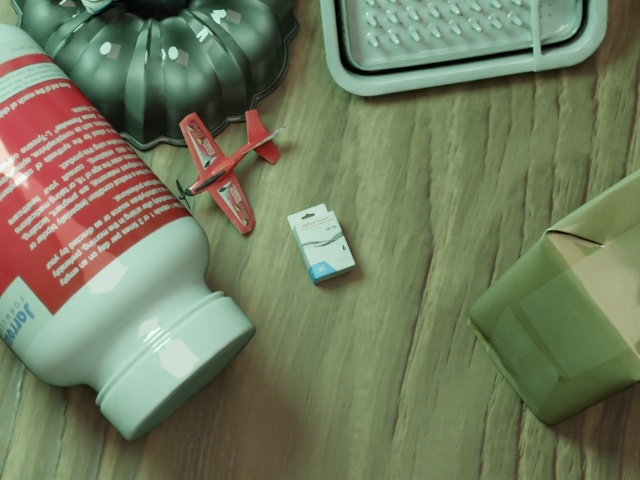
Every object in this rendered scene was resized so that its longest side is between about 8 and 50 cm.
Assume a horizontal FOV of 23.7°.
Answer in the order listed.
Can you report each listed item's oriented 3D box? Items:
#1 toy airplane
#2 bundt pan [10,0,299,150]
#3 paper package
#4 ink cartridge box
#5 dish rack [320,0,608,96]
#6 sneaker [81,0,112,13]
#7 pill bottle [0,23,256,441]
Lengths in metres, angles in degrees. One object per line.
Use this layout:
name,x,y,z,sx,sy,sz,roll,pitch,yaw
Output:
toy airplane,-0.098,-0.089,1.675,0.151,0.028,0.151,-4,99,-30
bundt pan,-0.181,-0.274,1.688,0.330,0.124,0.331,2,75,-7
paper package,0.342,0.026,1.560,0.309,0.325,0.168,-32,81,-14
ink cartridge box,0.000,0.000,1.681,0.048,0.028,0.083,-20,78,-11
dish rack,0.153,-0.322,1.709,0.332,0.072,0.286,-10,115,-9
sneaker,-0.213,-0.275,1.592,0.190,0.071,0.083,3,81,3
pill bottle,-0.262,-0.003,1.550,0.229,0.229,0.408,-40,82,-14
